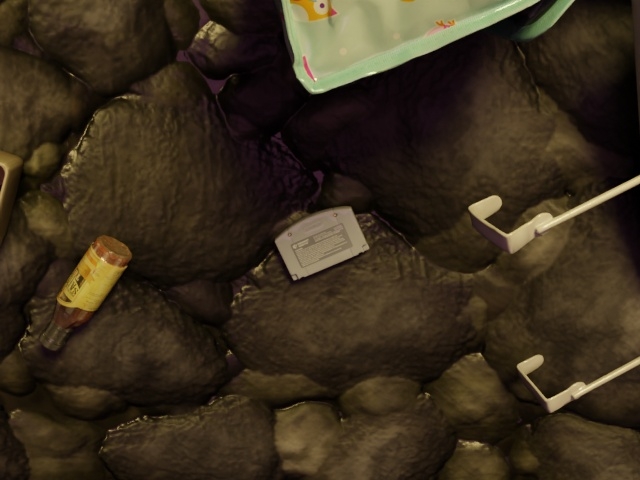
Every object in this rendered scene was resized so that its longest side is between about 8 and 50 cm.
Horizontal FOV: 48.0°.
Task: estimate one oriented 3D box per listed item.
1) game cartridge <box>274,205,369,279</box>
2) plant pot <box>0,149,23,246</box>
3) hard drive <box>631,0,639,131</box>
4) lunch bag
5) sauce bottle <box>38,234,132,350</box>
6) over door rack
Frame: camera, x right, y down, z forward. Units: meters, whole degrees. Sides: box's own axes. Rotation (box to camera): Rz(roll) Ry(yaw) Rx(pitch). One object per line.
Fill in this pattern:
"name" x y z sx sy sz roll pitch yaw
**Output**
"game cartridge" 0.000 0.000 0.713 0.083 0.017 0.056 -23 110 6
"plant pot" -0.330 -0.044 0.650 0.109 0.096 0.109 18 106 -7
"hard drive" 0.385 -0.104 0.618 0.210 0.040 0.318 -20 127 5
"lunch bag" 0.086 -0.225 0.536 0.262 0.223 0.160 -19 111 4
"sauce bottle" -0.235 0.054 0.710 0.042 0.042 0.128 34 102 -11
"over door rack" 0.318 0.030 0.614 0.324 0.108 0.239 -20 126 6
